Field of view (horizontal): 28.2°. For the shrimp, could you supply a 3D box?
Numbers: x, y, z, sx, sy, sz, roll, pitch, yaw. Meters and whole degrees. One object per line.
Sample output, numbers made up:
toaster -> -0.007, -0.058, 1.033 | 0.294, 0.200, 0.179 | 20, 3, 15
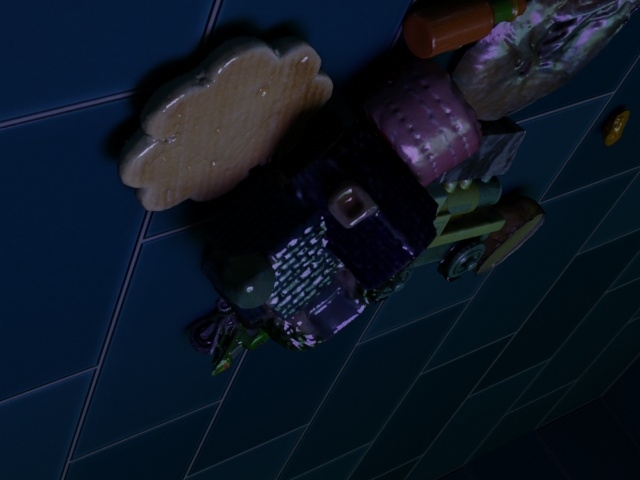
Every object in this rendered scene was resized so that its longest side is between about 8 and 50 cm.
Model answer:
shrimp -> 0.359, -0.332, 1.868 | 0.445, 0.110, 0.221 | -42, 148, 26

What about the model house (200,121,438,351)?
model house -> -0.001, -0.002, 1.721 | 0.298, 0.243, 0.284 | -42, -179, -4

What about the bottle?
bottle -> 0.204, -0.302, 1.736 | 0.187, 0.069, 0.069 | -22, 154, -27

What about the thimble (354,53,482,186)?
thimble -> 0.136, -0.167, 1.775 | 0.125, 0.163, 0.189 | -37, 167, -2

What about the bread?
bread -> -0.123, -0.149, 1.610 | 0.316, 0.054, 0.316 | -30, 158, -13

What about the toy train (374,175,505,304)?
toy train -> 0.178, -0.038, 2.113 | 0.369, 0.150, 0.237 | -13, 142, -44

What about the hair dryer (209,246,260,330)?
hair dryer -> -0.030, 0.056, 1.963 | 0.271, 0.091, 0.235 | -8, 147, 4

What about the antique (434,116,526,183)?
antique -> 0.236, -0.155, 2.016 | 0.183, 0.086, 0.088 | -9, 133, -44

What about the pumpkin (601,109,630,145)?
pumpkin -> 0.558, -0.220, 2.421 | 0.050, 0.028, 0.083 | -11, 139, -40

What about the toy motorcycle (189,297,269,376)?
toy motorcycle -> -0.121, 0.141, 2.103 | 0.190, 0.106, 0.074 | -32, 156, -11

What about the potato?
potato -> 0.346, -0.018, 2.463 | 0.164, 0.081, 0.200 | -28, 160, -36
